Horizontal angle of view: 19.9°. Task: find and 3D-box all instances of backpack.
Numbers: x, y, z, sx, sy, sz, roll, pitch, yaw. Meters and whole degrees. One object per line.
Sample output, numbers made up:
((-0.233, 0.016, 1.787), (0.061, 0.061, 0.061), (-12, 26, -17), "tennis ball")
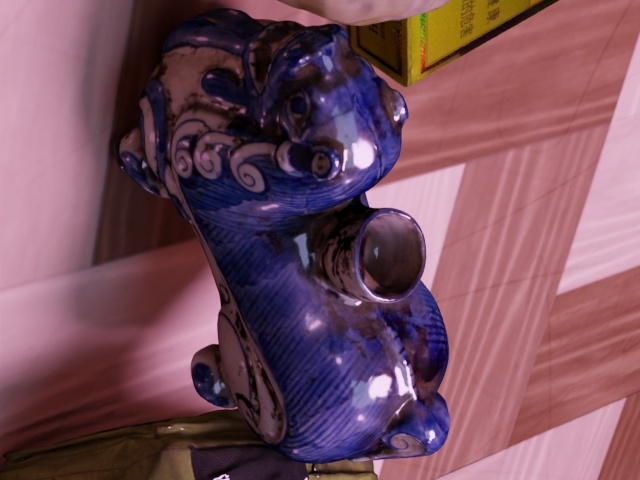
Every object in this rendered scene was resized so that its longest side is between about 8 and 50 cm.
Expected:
((-0.078, 0.185, 1.175), (0.253, 0.207, 0.140), (5, 75, -50), "backpack")

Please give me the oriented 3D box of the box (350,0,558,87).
((0.118, -0.209, 1.159), (0.220, 0.064, 0.141), (-32, 140, -28), "box")

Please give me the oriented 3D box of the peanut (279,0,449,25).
((-0.036, -0.219, 0.894), (0.149, 0.149, 0.313), (-51, 135, -1), "peanut")

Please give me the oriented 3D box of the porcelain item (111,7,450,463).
((0.000, 0.000, 1.056), (0.138, 0.186, 0.288), (-30, 109, -33), "porcelain item")
